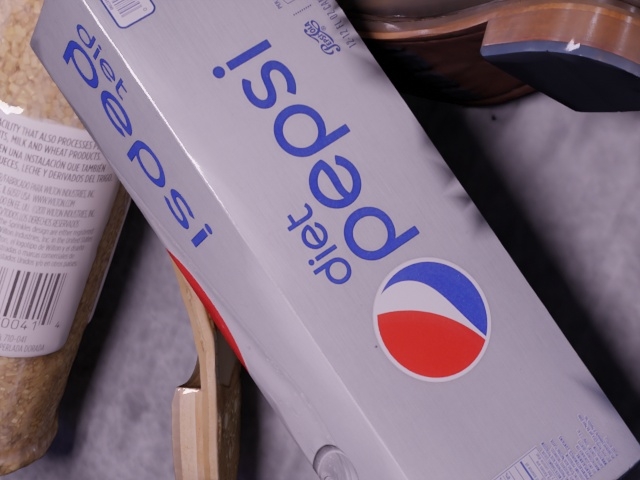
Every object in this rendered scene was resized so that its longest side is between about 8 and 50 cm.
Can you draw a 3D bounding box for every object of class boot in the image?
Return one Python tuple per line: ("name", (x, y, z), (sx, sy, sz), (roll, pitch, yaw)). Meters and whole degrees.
("boot", (0.067, -0.116, 0.616), (0.219, 0.082, 0.106), (13, 81, 49))

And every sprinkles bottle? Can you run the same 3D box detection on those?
("sprinkles bottle", (-0.150, -0.047, 0.762), (0.121, 0.121, 0.355), (38, 121, 29))

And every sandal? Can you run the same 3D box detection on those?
("sandal", (-0.029, 0.014, 0.720), (0.079, 0.088, 0.240), (2, 109, 8))

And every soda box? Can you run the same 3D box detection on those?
("soda box", (0.000, 0.000, 0.607), (0.286, 0.091, 0.098), (56, 158, 1))
